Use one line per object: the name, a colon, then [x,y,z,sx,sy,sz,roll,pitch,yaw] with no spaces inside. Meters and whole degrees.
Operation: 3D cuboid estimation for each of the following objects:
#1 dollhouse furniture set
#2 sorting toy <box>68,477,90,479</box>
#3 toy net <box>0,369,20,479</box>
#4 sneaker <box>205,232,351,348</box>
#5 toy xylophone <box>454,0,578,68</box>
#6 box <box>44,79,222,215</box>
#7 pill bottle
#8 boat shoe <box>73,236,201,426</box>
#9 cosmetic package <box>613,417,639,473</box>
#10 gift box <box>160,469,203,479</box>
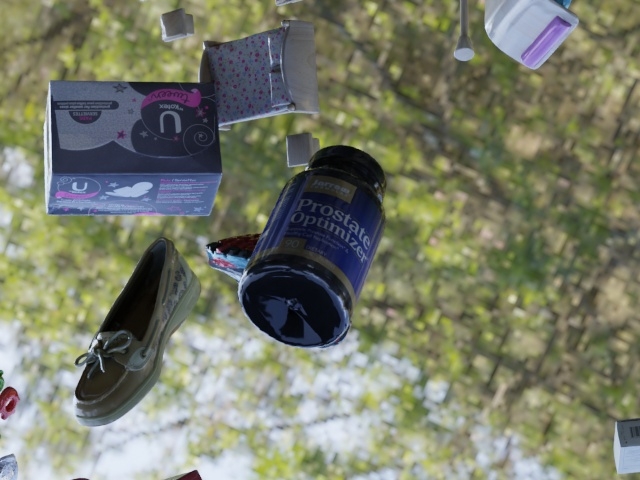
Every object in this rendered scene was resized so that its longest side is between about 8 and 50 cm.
dollhouse furniture set: [-0.177,-0.273,2.362,0.303,0.356,0.174,-8,175,41]
sorting toy: [-0.386,0.412,2.325,0.132,0.274,0.046,10,-129,-41]
toy net: [-0.413,0.246,1.925,0.045,0.122,0.232,27,150,25]
sneaker: [-0.058,0.066,1.932,0.104,0.125,0.262,-11,-162,-35]
toy xylophone: [0.275,-0.378,2.167,0.081,0.323,0.236,18,152,-18]
box: [-0.277,-0.137,2.311,0.247,0.163,0.142,0,155,-14]
pill bottle: [0.000,0.000,1.678,0.122,0.123,0.219,23,-135,-1]
boat shoe: [-0.252,0.119,2.052,0.104,0.089,0.285,-2,-139,27]
cosmetic package: [0.443,0.287,2.203,0.060,0.041,0.115,-7,152,4]
gift box: [-0.237,0.397,1.776,0.255,0.276,0.258,-20,176,-40]
